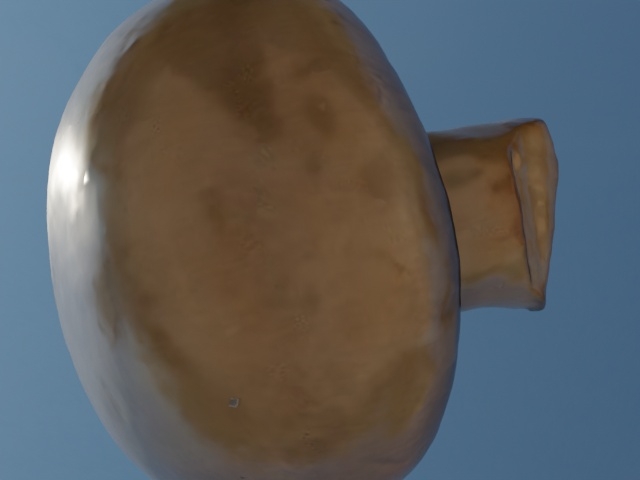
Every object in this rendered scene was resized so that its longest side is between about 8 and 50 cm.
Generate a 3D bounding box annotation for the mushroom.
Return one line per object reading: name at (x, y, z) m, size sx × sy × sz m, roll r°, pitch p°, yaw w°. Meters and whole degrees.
mushroom at (0.000, 0.000, 0.571) m, size 0.204 × 0.204 × 0.204 m, roll -2°, pitch -103°, yaw 8°
